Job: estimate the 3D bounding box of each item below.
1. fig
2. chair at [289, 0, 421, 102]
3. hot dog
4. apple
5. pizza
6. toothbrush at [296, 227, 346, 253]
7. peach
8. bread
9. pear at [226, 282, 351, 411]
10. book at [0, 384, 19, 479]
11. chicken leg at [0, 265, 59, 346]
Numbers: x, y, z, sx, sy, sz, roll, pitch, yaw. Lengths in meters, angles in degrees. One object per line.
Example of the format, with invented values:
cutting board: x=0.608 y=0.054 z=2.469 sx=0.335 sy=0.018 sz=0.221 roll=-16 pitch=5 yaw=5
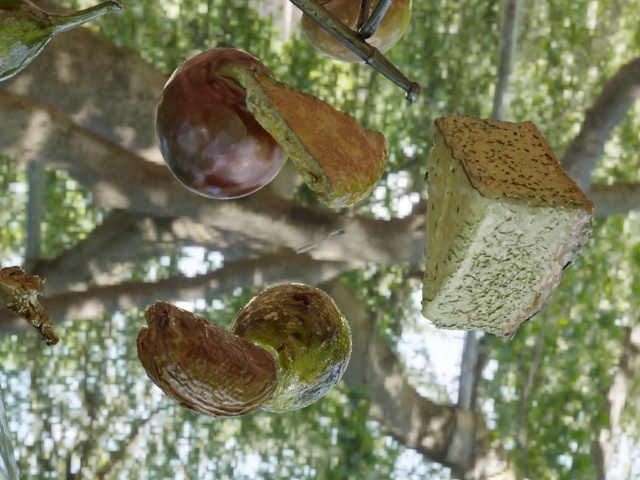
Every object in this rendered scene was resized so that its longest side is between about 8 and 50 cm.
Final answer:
fig: x=-0.390 y=-0.288 z=1.433 sx=0.259 sy=0.151 sz=0.151 roll=-19 pitch=-159 yaw=-22
chair: x=0.029 y=-0.483 z=1.424 sx=0.410 sy=0.365 sz=0.362 roll=20 pitch=-132 yaw=-11
hot dog: x=-0.204 y=0.215 z=1.980 sx=0.272 sy=0.122 sz=0.196 roll=29 pitch=-154 yaw=-34
apple: x=0.084 y=-0.517 z=2.518 sx=0.194 sy=0.261 sz=0.260 roll=31 pitch=173 yaw=-38
pizza: x=-0.024 y=-0.171 z=1.724 sx=0.287 sy=0.075 sz=0.280 roll=42 pitch=-151 yaw=9
toothbrush: x=0.000 y=0.000 z=2.380 sx=0.162 sy=0.014 sz=0.017 roll=-22 pitch=-111 yaw=-46
peach: x=-0.172 y=-0.199 z=1.928 sx=0.252 sy=0.253 sz=0.252 roll=4 pitch=-168 yaw=-1
bread: x=0.281 y=-0.031 z=1.896 sx=0.248 sy=0.315 sz=0.279 roll=3 pitch=-129 yaw=-26
pear: x=-0.070 y=0.226 z=2.336 sx=0.283 sy=0.284 sz=0.283 roll=4 pitch=-168 yaw=-1
book: x=-0.685 y=0.329 z=2.283 sx=0.039 sy=0.300 sz=0.428 roll=-16 pitch=-124 yaw=-12
chicken leg: x=-0.612 y=0.138 z=2.365 sx=0.101 sy=0.207 sz=0.085 roll=-26 pitch=-157 yaw=13
